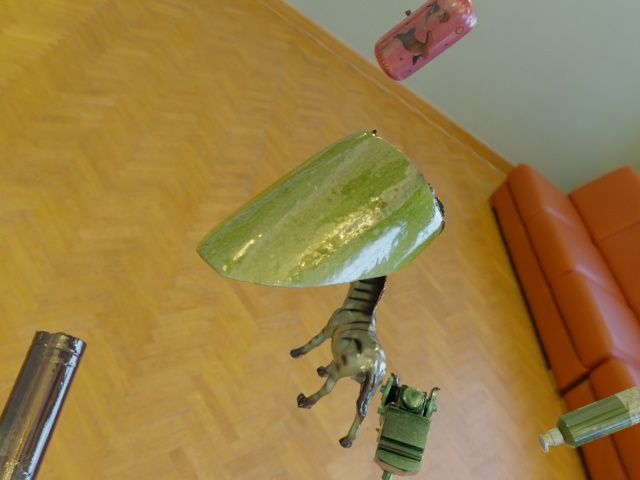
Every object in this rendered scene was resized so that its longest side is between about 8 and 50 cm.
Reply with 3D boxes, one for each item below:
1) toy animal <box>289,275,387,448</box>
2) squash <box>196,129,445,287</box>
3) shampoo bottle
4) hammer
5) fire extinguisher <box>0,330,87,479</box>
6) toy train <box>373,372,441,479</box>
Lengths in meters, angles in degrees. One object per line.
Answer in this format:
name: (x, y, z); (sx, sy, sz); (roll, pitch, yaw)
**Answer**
toy animal: (0.040, 0.119, 0.774); (0.073, 0.176, 0.217); (27, 22, -25)
squash: (0.000, 0.000, 0.769); (0.260, 0.189, 0.189); (-40, 79, -16)
shampoo bottle: (0.493, 0.331, 1.148); (0.065, 0.205, 0.065); (158, -90, -90)
hammer: (0.080, -0.160, 0.489); (0.043, 0.083, 0.043); (41, 29, -29)
fire extinguisher: (-0.389, 0.246, 0.805); (0.089, 0.072, 0.267); (23, 62, -19)
toy train: (0.113, 0.276, 0.908); (0.083, 0.200, 0.132); (15, 62, 11)
